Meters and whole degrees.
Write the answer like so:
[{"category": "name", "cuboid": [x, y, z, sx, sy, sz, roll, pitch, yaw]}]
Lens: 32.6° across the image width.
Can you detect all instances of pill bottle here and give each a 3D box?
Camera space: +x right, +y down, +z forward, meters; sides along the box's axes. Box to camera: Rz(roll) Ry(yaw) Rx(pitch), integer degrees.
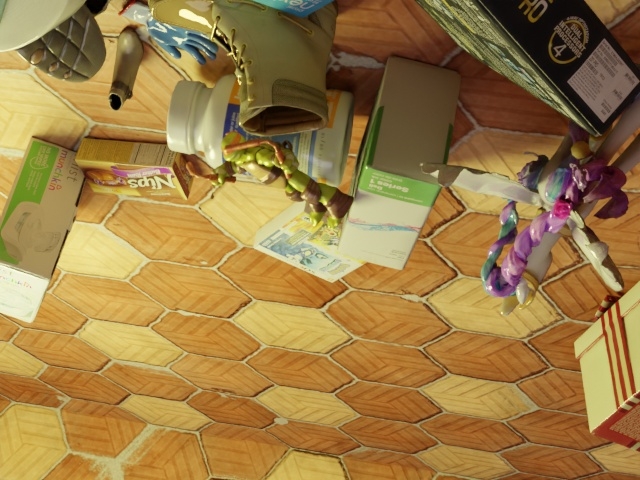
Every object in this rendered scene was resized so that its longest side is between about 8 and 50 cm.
[{"category": "pill bottle", "cuboid": [-0.092, -0.174, 1.686, 0.271, 0.152, 0.152, 10, 152, 5]}]

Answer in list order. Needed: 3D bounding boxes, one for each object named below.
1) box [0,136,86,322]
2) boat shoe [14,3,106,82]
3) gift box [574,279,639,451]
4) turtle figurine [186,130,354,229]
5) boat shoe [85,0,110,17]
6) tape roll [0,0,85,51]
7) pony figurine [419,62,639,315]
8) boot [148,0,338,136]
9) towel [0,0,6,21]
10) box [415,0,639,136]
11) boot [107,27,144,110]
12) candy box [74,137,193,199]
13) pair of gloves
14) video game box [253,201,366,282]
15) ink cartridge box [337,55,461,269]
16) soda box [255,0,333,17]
[{"category": "box", "cuboid": [-0.533, -0.015, 2.033, 0.126, 0.262, 0.231, 20, 152, -13]}, {"category": "boat shoe", "cuboid": [-0.427, -0.355, 1.538, 0.123, 0.116, 0.324, -39, 126, 5]}, {"category": "gift box", "cuboid": [0.653, 0.225, 2.019, 0.255, 0.258, 0.276, 26, 129, -20]}, {"category": "turtle figurine", "cuboid": [-0.070, -0.099, 1.582, 0.217, 0.087, 0.269, 32, 159, -25]}, {"category": "boat shoe", "cuboid": [-0.328, -0.346, 1.580, 0.049, 0.043, 0.137, 26, 150, -27]}, {"category": "tape roll", "cuboid": [-0.432, -0.414, 1.294, 0.391, 0.072, 0.392, 15, 129, 20]}, {"category": "pony figurine", "cuboid": [0.333, -0.067, 1.483, 0.302, 0.363, 0.351, 36, 180, 21]}, {"category": "boot", "cuboid": [-0.110, -0.248, 1.474, 0.261, 0.204, 0.095, 7, 156, -9]}, {"category": "towel", "cuboid": [-0.479, -0.407, 1.222, 0.320, 0.090, 0.374, 37, 132, 4]}, {"category": "box", "cuboid": [0.151, -0.306, 1.215, 0.395, 0.097, 0.318, 37, -174, -36]}, {"category": "boot", "cuboid": [-0.303, -0.258, 1.684, 0.042, 0.087, 0.118, 13, 151, 2]}, {"category": "candy box", "cuboid": [-0.332, -0.128, 1.969, 0.186, 0.053, 0.109, 7, 151, 13]}, {"category": "pair of gloves", "cuboid": [-0.195, -0.326, 1.586, 0.159, 0.023, 0.198, 27, 149, -25]}, {"category": "video game box", "cuboid": [0.000, 0.000, 2.076, 0.187, 0.048, 0.205, 22, 150, -22]}, {"category": "ink cartridge box", "cuboid": [0.115, -0.110, 1.665, 0.117, 0.201, 0.278, 13, 152, -2]}, {"category": "soda box", "cuboid": [-0.076, -0.348, 1.378, 0.210, 0.067, 0.071, 8, 162, -44]}]
